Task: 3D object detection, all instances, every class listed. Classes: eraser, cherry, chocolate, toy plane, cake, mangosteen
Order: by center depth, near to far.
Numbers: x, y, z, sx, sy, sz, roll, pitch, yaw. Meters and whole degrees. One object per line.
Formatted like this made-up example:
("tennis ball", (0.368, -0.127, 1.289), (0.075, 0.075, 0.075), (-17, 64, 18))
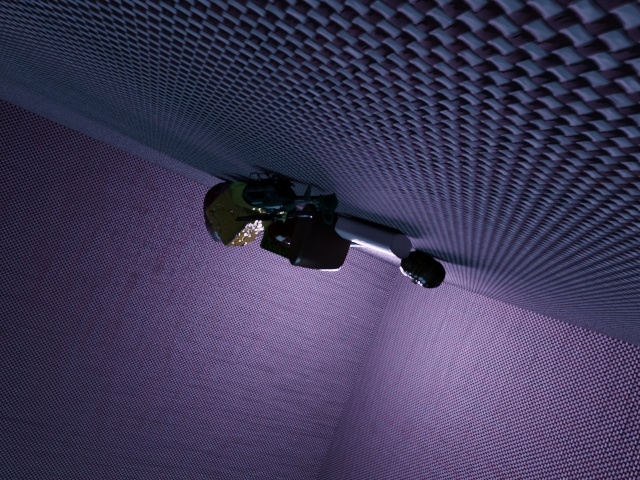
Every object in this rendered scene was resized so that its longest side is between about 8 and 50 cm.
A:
("toy plane", (-0.118, -0.129, 1.303), (0.381, 0.155, 0.106), (3, 170, 23))
("eraser", (0.209, -0.013, 1.618), (0.270, 0.095, 0.174), (20, 177, 38))
("cake", (-0.368, -0.122, 2.003), (0.222, 0.227, 0.286), (57, -155, 13))
("mangosteen", (-0.173, -0.092, 2.123), (0.215, 0.258, 0.215), (-10, 154, -5))
("cherry", (-0.496, -0.163, 2.315), (0.326, 0.335, 0.291), (-3, 173, -27))
("chocolate", (-0.186, -0.048, 2.424), (0.300, 0.289, 0.137), (20, -171, 32))

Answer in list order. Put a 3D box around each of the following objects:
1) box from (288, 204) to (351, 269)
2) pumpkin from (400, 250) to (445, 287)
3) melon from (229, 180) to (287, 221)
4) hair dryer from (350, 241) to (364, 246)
("box", (0.000, 0.000, 1.827), (0.216, 0.301, 0.301), (16, 179, -12))
("pumpkin", (0.486, 0.142, 1.948), (0.223, 0.157, 0.223), (33, 180, 0))
("melon", (-0.252, -0.176, 1.858), (0.196, 0.124, 0.323), (27, -175, 30))
("hair dryer", (0.222, 0.000, 2.573), (0.229, 0.092, 0.267), (14, -172, 34))
